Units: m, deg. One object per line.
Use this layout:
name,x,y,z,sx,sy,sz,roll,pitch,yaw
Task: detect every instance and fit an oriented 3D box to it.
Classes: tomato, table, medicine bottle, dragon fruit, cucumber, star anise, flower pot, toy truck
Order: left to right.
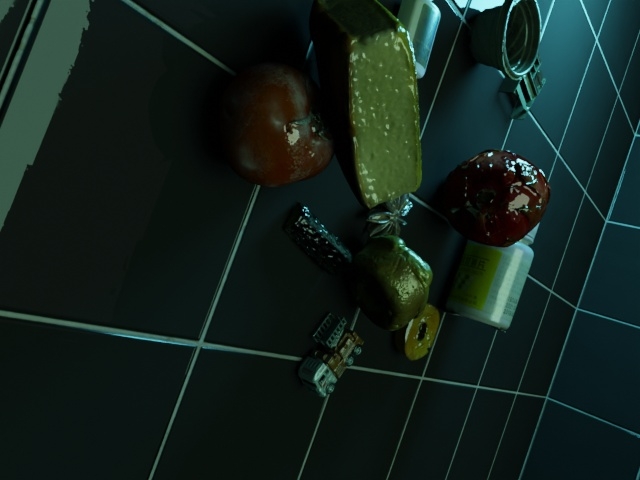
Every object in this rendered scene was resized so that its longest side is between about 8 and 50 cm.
tomato,-0.084,-0.202,1.040,0.232,0.189,0.231,46,36,-47
cucumber,0.001,0.002,1.316,0.078,0.062,0.211,-59,140,-15
toy truck,0.016,0.280,1.426,0.177,0.080,0.115,-53,132,-24
star anise,0.169,-0.065,1.494,0.195,0.065,0.182,-9,115,-52
medicine bottle,0.212,-0.454,1.383,0.115,0.078,0.219,12,94,-53
medicine bottle,0.560,0.088,1.895,0.214,0.214,0.378,24,84,-51
dragon fruit,0.503,-0.124,1.681,0.302,0.296,0.295,10,96,-62
flower pot,0.509,-0.571,1.643,0.235,0.141,0.235,-19,116,-46
table,0.660,-0.509,1.907,0.146,0.063,0.175,42,72,-49

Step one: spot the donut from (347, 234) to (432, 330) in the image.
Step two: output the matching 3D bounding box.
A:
donut,0.162,0.104,1.426,0.128,0.208,0.261,-36,150,-22

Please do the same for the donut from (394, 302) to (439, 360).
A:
donut,0.283,0.267,1.753,0.162,0.065,0.178,43,72,-43

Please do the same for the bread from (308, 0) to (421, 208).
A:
bread,0.080,-0.274,1.105,0.143,0.333,0.323,-13,123,-2
